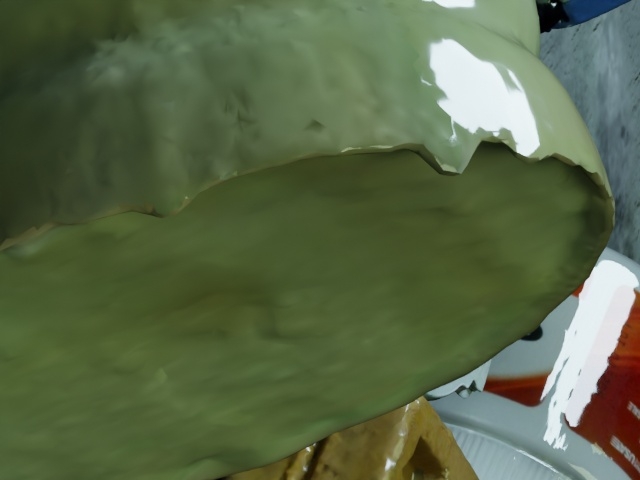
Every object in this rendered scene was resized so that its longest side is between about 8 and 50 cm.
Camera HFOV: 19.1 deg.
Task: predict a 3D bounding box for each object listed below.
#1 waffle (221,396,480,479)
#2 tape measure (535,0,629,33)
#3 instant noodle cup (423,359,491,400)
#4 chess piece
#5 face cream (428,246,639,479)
[{"bbox_3d":[0.033,0.237,1.012,0.224,0.098,0.328,-64,143,-26],"label":"waffle"},{"bbox_3d":[0.123,-0.202,1.186,0.351,0.215,0.098,-34,142,6],"label":"tape measure"},{"bbox_3d":[0.000,0.000,1.005,0.177,0.125,0.208,-48,126,-58],"label":"instant noodle cup"},{"bbox_3d":[-0.086,-0.156,0.596,0.234,0.234,0.442,27,41,-58],"label":"chess piece"},{"bbox_3d":[0.119,0.114,1.175,0.187,0.201,0.201,-63,144,-29],"label":"face cream"}]
